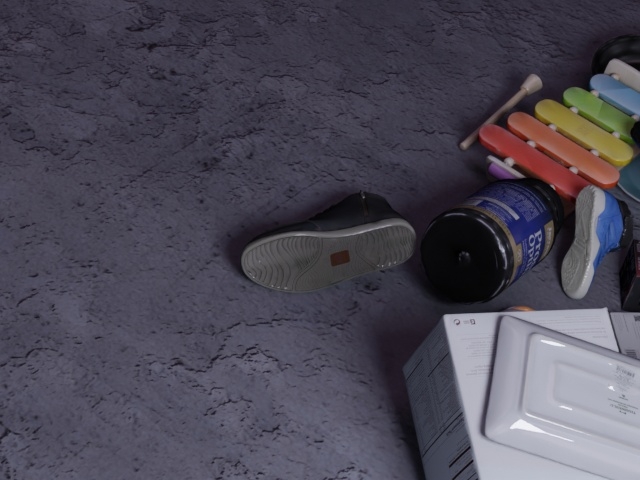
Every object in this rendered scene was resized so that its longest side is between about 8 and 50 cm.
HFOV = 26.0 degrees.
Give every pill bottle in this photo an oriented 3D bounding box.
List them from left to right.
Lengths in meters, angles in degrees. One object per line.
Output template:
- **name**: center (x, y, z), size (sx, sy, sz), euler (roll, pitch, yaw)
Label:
- **pill bottle**: center (0.225, -0.008, 1.753), size (0.122, 0.123, 0.219), euler (31, 31, 20)

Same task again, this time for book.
- **book**: center (0.437, 0.135, 1.728), size (0.144, 0.035, 0.096), euler (4, 44, -10)

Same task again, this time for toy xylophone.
- **toy xylophone**: center (0.341, -0.149, 1.966), size (0.236, 0.081, 0.323), euler (29, 53, 21)

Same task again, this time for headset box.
- **headset box**: center (0.413, 0.050, 1.795), size (0.032, 0.062, 0.083), euler (11, 40, -2)

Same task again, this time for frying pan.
- **frying pan**: center (0.491, -0.202, 2.114), size (0.197, 0.053, 0.326), euler (20, 52, 10)

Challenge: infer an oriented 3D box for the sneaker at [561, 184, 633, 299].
- **sneaker**: center (0.368, 0.011, 1.808), size (0.084, 0.058, 0.152), euler (20, 72, -28)

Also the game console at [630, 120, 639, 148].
- **game console**: center (0.605, -0.124, 1.830), size (0.293, 0.173, 0.250), euler (9, 33, -23)

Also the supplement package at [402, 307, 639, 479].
- **supplement package**: center (0.215, 0.195, 1.469), size (0.194, 0.149, 0.203), euler (-1, 62, -17)

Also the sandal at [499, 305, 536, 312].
- **sandal**: center (0.222, 0.149, 1.620), size (0.102, 0.076, 0.265), euler (25, 42, 14)

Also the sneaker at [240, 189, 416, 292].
- **sneaker**: center (0.000, 0.000, 1.748), size (0.222, 0.083, 0.118), euler (-8, 25, -13)

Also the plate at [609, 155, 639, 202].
- **plate**: center (0.507, -0.099, 2.006), size (0.188, 0.024, 0.188), euler (2, 47, -2)

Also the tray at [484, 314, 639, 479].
- **tray**: center (0.303, 0.171, 1.402), size (0.270, 0.030, 0.145), euler (19, 56, -8)
